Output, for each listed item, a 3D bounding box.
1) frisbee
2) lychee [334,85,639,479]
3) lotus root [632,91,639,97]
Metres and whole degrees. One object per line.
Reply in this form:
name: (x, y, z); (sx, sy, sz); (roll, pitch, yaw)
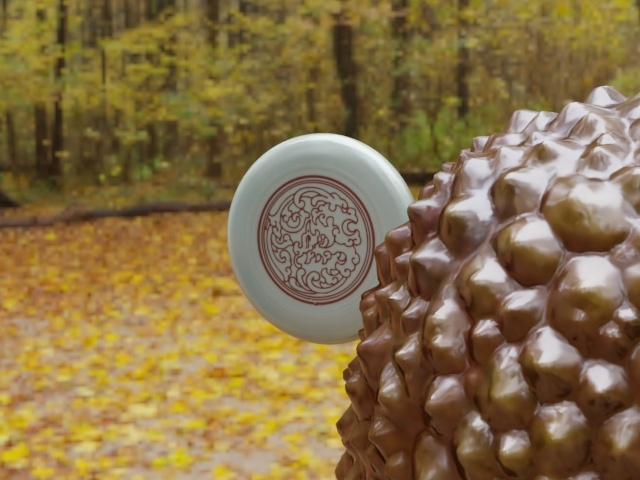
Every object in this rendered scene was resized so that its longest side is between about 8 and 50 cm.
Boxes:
frisbee: (0.000, 0.000, 0.643); (0.110, 0.110, 0.014); (2, 7, 26)
lychee: (0.125, 0.063, 0.500); (0.268, 0.267, 0.267); (0, 5, 0)
lotus root: (0.305, -0.016, 0.931); (0.250, 0.250, 0.346); (4, 25, 38)
